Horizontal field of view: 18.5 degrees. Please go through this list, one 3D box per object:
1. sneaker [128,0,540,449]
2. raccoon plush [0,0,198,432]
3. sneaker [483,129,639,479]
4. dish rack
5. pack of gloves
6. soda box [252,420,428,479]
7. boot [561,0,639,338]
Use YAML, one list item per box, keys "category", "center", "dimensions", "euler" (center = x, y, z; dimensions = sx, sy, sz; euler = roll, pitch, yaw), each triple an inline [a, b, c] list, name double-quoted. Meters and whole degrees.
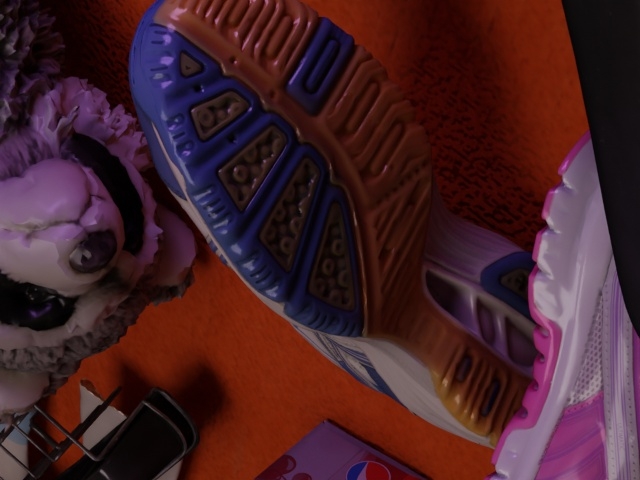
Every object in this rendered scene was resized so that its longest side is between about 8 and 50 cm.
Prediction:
- category: "sneaker"
  center: [0.000, 0.000, 0.882]
  dimensions: [0.131, 0.112, 0.296]
  euler: [11, 150, 53]
- category: "raccoon plush"
  center: [-0.228, -0.106, 1.122]
  dimensions: [0.299, 0.216, 0.446]
  euler: [61, 179, -37]
- category: "sneaker"
  center: [0.137, 0.080, 0.813]
  dimensions: [0.111, 0.103, 0.252]
  euler: [15, 110, 20]
- category: "dish rack"
  center: [-0.224, 0.082, 1.217]
  dimensions: [0.271, 0.074, 0.208]
  euler: [42, 145, -4]
- category: "pack of gloves"
  center: [-0.169, 0.135, 1.334]
  dimensions: [0.195, 0.046, 0.232]
  euler: [31, 145, 13]
- category: "soda box"
  center: [0.007, 0.238, 1.159]
  dimensions: [0.083, 0.092, 0.263]
  euler: [27, 138, 31]
- category: "boot"
  center: [0.013, -0.173, 0.728]
  dimensions: [0.445, 0.146, 0.367]
  euler: [22, 123, 28]
